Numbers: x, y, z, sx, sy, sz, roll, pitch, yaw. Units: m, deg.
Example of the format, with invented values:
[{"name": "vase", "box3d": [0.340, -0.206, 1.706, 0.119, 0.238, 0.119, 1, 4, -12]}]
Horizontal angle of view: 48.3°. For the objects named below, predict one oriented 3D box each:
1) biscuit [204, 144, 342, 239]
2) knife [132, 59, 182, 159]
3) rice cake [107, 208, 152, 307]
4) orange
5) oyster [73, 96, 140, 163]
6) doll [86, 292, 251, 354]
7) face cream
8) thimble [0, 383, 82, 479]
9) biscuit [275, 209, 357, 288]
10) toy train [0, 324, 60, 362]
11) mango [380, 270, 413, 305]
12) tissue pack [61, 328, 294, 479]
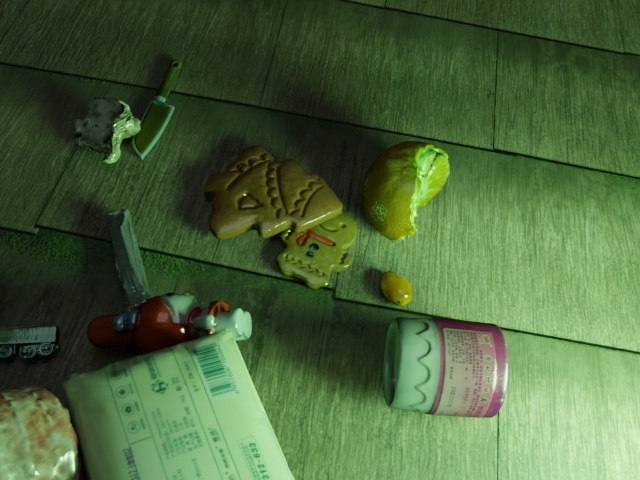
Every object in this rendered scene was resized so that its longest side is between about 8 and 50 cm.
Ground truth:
[{"name": "biscuit", "box3d": [-0.101, -0.101, 1.561, 0.307, 0.043, 0.283, 9, 49, 7]}, {"name": "knife", "box3d": [-0.384, -0.322, 1.718, 0.061, 0.027, 0.343, 15, 53, -1]}, {"name": "rice cake", "box3d": [-0.382, 0.044, 1.436, 0.055, 0.049, 0.269, -26, 58, 1]}, {"name": "orange", "box3d": [0.175, -0.119, 1.548, 0.159, 0.179, 0.237, 28, 56, 9]}, {"name": "oyster", "box3d": [-0.487, -0.242, 1.623, 0.163, 0.081, 0.191, -15, 51, 15]}, {"name": "doll", "box3d": [-0.275, 0.160, 1.296, 0.291, 0.161, 0.129, -4, 77, 13]}, {"name": "face cream", "box3d": [0.222, 0.230, 1.301, 0.195, 0.175, 0.175, 5, 53, -5]}, {"name": "thimble", "box3d": [-0.468, 0.337, 1.070, 0.162, 0.239, 0.239, -3, 50, -41]}, {"name": "biscuit", "box3d": [0.000, 0.000, 1.528, 0.166, 0.036, 0.225, 26, 54, 13]}, {"name": "toy train", "box3d": [-0.553, 0.190, 1.311, 0.148, 0.038, 0.070, -1, 55, -10]}, {"name": "mango", "box3d": [0.155, 0.097, 1.473, 0.060, 0.046, 0.089, -11, 44, -18]}, {"name": "tissue pack", "box3d": [-0.216, 0.364, 1.121, 0.297, 0.207, 0.380, -13, 57, -22]}]
